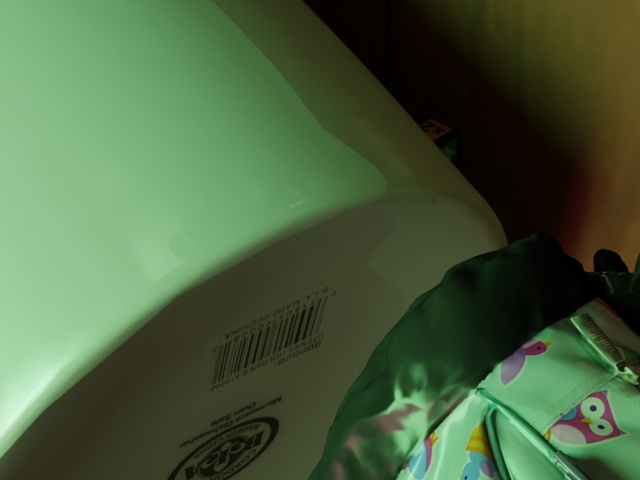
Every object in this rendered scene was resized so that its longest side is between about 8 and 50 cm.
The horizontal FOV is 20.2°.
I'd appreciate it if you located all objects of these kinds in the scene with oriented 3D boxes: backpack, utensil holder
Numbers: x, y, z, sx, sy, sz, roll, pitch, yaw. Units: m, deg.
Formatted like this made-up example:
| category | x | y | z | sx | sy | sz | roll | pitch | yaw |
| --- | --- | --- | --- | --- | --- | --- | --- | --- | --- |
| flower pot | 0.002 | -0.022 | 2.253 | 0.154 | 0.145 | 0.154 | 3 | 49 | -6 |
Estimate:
| category | x | y | z | sx | sy | sz | roll | pitch | yaw |
| --- | --- | --- | --- | --- | --- | --- | --- | --- | --- |
| backpack | 0.075 | 0.106 | 0.446 | 0.182 | 0.115 | 0.152 | 47 | 143 | 26 |
| utensil holder | -0.147 | -0.032 | 0.855 | 0.385 | 0.327 | 0.327 | 49 | 145 | 27 |

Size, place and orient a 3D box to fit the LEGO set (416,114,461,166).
| category | x | y | z | sx | sy | sz | roll | pitch | yaw |
| --- | --- | --- | --- | --- | --- | --- | --- | --- | --- |
| LEGO set | 0.000 | 0.000 | 0.964 | 0.244 | 0.060 | 0.182 | -3 | 114 | 54 |
